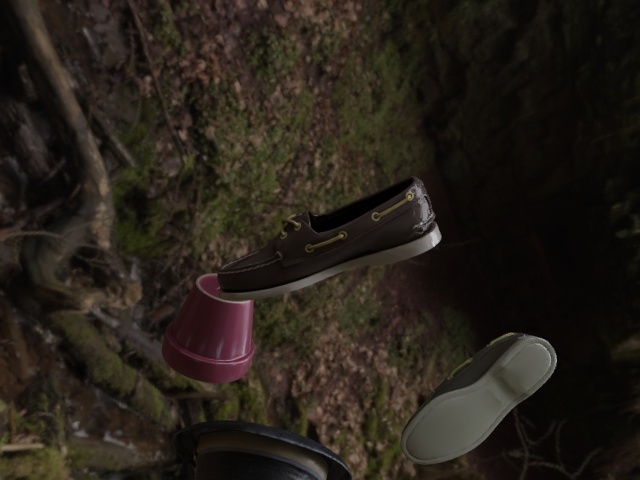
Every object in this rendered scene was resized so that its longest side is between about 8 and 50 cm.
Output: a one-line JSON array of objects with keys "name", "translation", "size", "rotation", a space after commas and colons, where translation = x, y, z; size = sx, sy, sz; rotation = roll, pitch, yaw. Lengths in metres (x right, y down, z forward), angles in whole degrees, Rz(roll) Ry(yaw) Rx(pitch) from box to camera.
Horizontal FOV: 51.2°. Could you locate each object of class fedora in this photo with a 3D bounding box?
[{"name": "fedora", "translation": [-0.110, 0.415, 1.080], "size": [0.334, 0.334, 0.152], "rotation": [61, 34, -49]}]

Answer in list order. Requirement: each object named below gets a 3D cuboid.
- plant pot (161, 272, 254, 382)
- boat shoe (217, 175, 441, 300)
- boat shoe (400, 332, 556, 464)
[{"name": "plant pot", "translation": [-0.228, 0.180, 1.451], "size": [0.201, 0.201, 0.180], "rotation": [-87, -166, -70]}, {"name": "boat shoe", "translation": [0.000, 0.000, 0.935], "size": [0.116, 0.325, 0.096], "rotation": [-83, 155, -71]}, {"name": "boat shoe", "translation": [0.261, 0.267, 1.144], "size": [0.109, 0.305, 0.091], "rotation": [53, -2, -9]}]
